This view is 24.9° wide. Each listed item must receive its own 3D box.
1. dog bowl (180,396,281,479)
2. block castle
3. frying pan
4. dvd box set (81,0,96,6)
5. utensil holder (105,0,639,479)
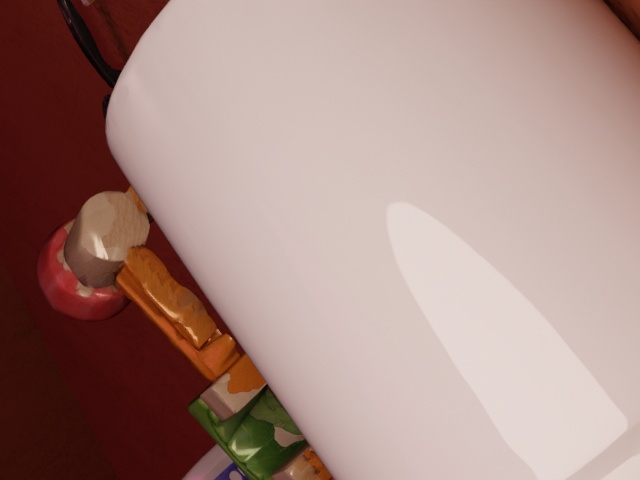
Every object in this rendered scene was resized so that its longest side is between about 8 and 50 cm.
[{"bbox_3d":[-0.060,0.291,1.789,0.104,0.265,0.265,49,159,15],"label":"dog bowl"},{"bbox_3d":[0.023,0.082,1.170,0.453,0.303,0.213,48,159,0],"label":"block castle"},{"bbox_3d":[-0.243,-0.159,1.825,0.326,0.053,0.197,60,160,-5],"label":"frying pan"},{"bbox_3d":[-0.236,-0.407,1.401,0.308,0.062,0.420,60,160,-10],"label":"dvd box set"},{"bbox_3d":[0.096,0.001,0.896,0.385,0.327,0.327,53,160,14],"label":"utensil holder"}]
